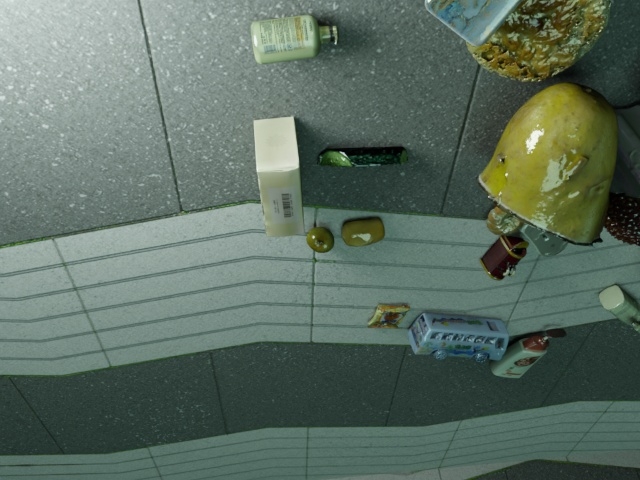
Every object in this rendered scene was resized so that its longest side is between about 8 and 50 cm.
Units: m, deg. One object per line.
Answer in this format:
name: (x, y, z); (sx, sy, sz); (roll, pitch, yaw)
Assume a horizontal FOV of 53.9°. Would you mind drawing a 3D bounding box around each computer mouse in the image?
computer mouse: (0.598, -0.028, 1.715); (0.089, 0.056, 0.182); (-39, 121, 20)

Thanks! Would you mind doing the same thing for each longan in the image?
longan: (0.000, 0.000, 1.634); (0.075, 0.083, 0.075); (0, 102, 2)

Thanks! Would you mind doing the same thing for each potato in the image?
potato: (0.556, -0.181, 1.372); (0.397, 0.290, 0.296); (6, 127, -32)

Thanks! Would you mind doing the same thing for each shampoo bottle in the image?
shampoo bottle: (0.737, 0.395, 2.227); (0.153, 0.071, 0.284); (13, 137, -25)
shampoo bottle: (-0.046, -0.379, 1.176); (0.162, 0.079, 0.079); (-8, 140, -1)

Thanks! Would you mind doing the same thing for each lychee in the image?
lychee: (0.811, -0.073, 1.612); (0.188, 0.188, 0.188); (-5, 140, -4)

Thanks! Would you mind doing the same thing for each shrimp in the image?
shrimp: (0.504, -0.078, 1.640); (0.099, 0.041, 0.180); (22, 129, -4)

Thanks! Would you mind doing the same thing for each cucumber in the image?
cucumber: (0.103, -0.189, 1.442); (0.220, 0.070, 0.046); (-5, 111, -7)

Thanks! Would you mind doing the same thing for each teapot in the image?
teapot: (0.997, 0.231, 2.047); (0.200, 0.107, 0.077); (29, 125, -36)

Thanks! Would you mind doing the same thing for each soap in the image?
soap: (0.750, -0.139, 1.429); (0.159, 0.302, 0.257); (-15, 143, 3)

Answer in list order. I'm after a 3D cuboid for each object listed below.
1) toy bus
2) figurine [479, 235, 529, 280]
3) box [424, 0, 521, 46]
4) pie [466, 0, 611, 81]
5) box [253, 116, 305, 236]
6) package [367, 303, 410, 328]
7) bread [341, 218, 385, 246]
toy bus: (0.462, 0.317, 2.073); (0.330, 0.109, 0.136); (7, 127, -18)
figurine: (0.527, 0.052, 1.768); (0.082, 0.098, 0.154); (12, 139, -17)
box: (0.319, -0.489, 1.100); (0.142, 0.044, 0.285); (34, 127, -9)
pie: (0.418, -0.424, 1.218); (0.274, 0.055, 0.274); (0, 140, 0)
box: (-0.090, -0.137, 1.386); (0.095, 0.168, 0.212); (-4, 140, -1)
package: (0.216, 0.242, 1.993); (0.108, 0.031, 0.120); (5, 139, -14)
bread: (0.114, -0.015, 1.651); (0.115, 0.056, 0.082); (-3, 141, -5)
